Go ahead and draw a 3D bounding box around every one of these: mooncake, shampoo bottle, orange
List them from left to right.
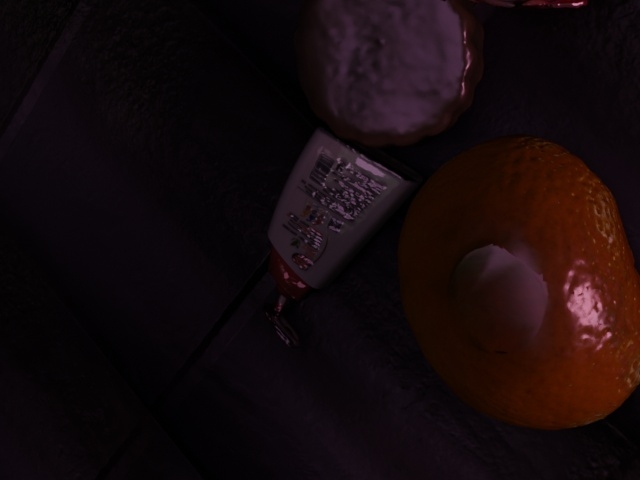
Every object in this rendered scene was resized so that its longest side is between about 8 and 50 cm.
[{"bbox_3d":[0.000,0.000,1.199,0.153,0.071,0.284,36,113,18],"label":"shampoo bottle"},{"bbox_3d":[0.086,-0.220,1.101,0.228,0.124,0.228,4,101,24],"label":"mooncake"},{"bbox_3d":[0.212,0.056,1.042,0.263,0.196,0.334,-13,96,42],"label":"orange"}]

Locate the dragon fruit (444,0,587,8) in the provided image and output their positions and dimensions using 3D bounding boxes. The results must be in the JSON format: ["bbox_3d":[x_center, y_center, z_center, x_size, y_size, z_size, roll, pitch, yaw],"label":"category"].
[{"bbox_3d":[0.218,-0.317,1.000,0.274,0.126,0.161,-12,96,-1],"label":"dragon fruit"}]
